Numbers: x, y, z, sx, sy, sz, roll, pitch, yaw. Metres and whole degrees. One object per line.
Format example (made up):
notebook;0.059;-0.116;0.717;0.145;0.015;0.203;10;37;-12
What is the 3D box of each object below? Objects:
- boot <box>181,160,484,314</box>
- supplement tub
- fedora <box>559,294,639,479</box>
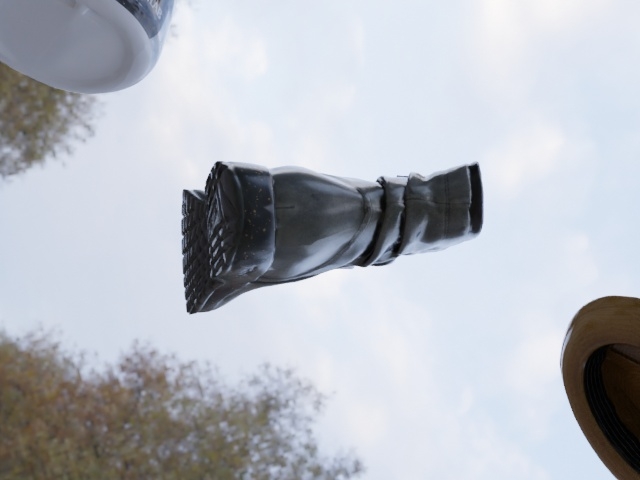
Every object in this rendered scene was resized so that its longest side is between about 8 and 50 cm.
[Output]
boot;0.000;0.000;0.700;0.246;0.161;0.083;159;-71;-73
supplement tub;-0.217;-0.321;1.097;0.193;0.193;0.316;131;-25;-57
fedora;0.249;0.107;0.729;0.194;0.079;0.194;39;-36;35
